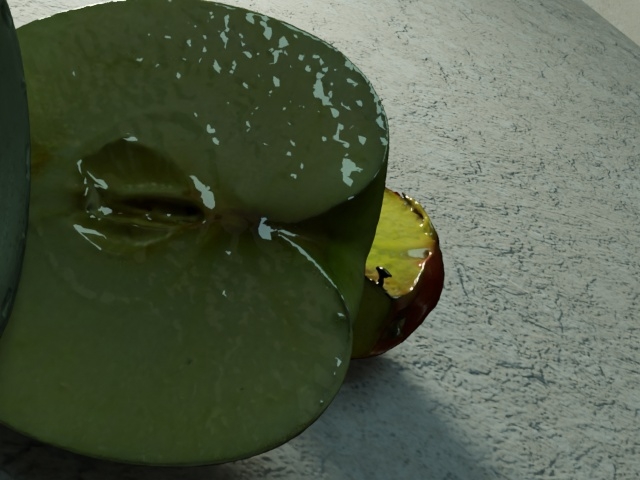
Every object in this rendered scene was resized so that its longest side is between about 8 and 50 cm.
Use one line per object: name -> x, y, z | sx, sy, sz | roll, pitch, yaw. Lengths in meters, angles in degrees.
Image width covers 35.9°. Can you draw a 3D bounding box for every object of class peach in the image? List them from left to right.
peach -> 0.000, 0.006, 0.998 | 0.267, 0.153, 0.159 | 33, 38, 23

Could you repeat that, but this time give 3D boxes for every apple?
apple -> -0.137, -0.018, 0.775 | 0.361, 0.311, 0.320 | 11, 23, 5

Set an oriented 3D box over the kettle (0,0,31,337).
kettle -> -0.388, -0.072, 0.546 | 0.377, 0.361, 0.249 | 0, 67, -2
